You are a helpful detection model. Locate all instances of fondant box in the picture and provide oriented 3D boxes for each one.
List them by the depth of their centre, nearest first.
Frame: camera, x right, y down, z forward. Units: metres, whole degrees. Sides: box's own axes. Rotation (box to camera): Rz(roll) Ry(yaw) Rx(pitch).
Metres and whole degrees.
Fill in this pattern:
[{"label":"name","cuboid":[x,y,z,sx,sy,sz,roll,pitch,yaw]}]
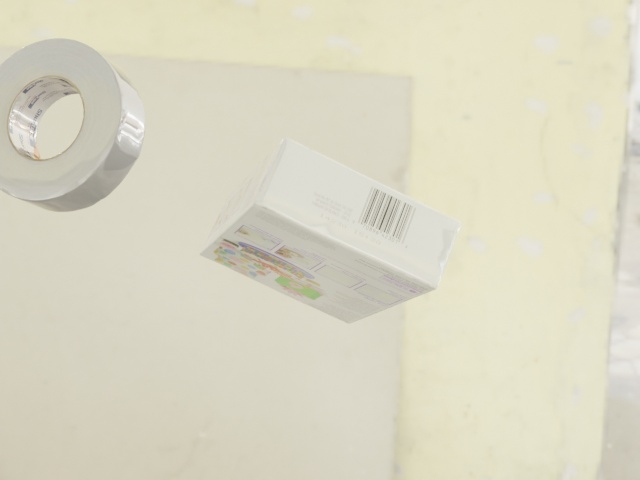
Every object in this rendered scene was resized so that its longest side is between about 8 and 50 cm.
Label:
[{"label":"fondant box","cuboid":[0.000,0.000,1.495,0.238,0.096,0.330,25,-18,-11]}]

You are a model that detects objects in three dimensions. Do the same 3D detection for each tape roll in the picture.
[{"label":"tape roll","cuboid":[-0.343,-0.151,1.542,0.219,0.219,0.072,6,-9,20]}]
